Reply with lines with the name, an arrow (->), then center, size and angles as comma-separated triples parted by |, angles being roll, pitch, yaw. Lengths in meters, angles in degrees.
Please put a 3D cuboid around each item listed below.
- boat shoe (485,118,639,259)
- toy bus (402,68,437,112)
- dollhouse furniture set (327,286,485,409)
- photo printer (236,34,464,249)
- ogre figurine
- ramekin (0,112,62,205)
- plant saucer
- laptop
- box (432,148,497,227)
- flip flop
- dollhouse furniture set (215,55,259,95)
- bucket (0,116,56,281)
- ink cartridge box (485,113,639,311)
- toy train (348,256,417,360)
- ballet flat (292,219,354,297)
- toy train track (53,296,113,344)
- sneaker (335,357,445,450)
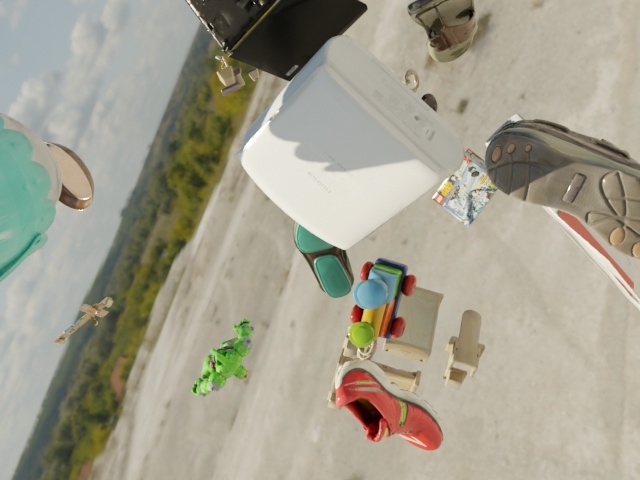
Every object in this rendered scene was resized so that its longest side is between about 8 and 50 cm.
boat shoe -> 0.419, -0.089, 1.282 | 0.130, 0.355, 0.132 | -58, -5, -47
toy bus -> 0.157, -0.196, 1.527 | 0.104, 0.191, 0.202 | 2, 103, 46
dollhouse furniture set -> 0.200, 0.282, 2.105 | 0.356, 0.303, 0.174 | 104, -177, -50
photo printer -> 0.027, -0.127, 1.316 | 0.307, 0.256, 0.107 | -37, 15, 49
ogre figurine -> -0.211, 0.270, 1.962 | 0.197, 0.097, 0.118 | -34, 13, -12
ramekin -> -0.602, -0.097, 1.528 | 0.127, 0.272, 0.273 | -47, 23, 39
plant saucer -> -0.533, -0.139, 1.845 | 0.029, 0.168, 0.168 | -48, -2, -38
laptop -> -0.093, -0.448, 1.605 | 0.234, 0.264, 0.136 | -38, -2, 37
box -> 0.287, -0.101, 1.711 | 0.027, 0.094, 0.137 | -42, -11, -42
flip flop -> 0.217, -0.351, 1.472 | 0.277, 0.112, 0.080 | 42, -155, -73
dollhouse furniture set -> -0.185, -0.370, 1.836 | 0.091, 0.081, 0.114 | -26, -5, -2
bucket -> -0.543, -0.045, 1.245 | 0.281, 0.281, 0.183 | -61, -4, 29
ink cartridge box -> 0.478, -0.027, 1.534 | 0.091, 0.308, 0.385 | -43, 39, 10
toy train -> 0.092, 0.166, 1.634 | 0.143, 0.105, 0.248 | -29, -45, -68
ballet flat -> 0.000, 0.000, 1.700 | 0.280, 0.095, 0.096 | 75, -176, -49
toy train track -> -0.271, 0.096, 1.012 | 0.083, 0.014, 0.048 | -38, -25, 8
sneaker -> 0.126, 0.345, 1.700 | 0.107, 0.279, 0.118 | -34, 29, 38
